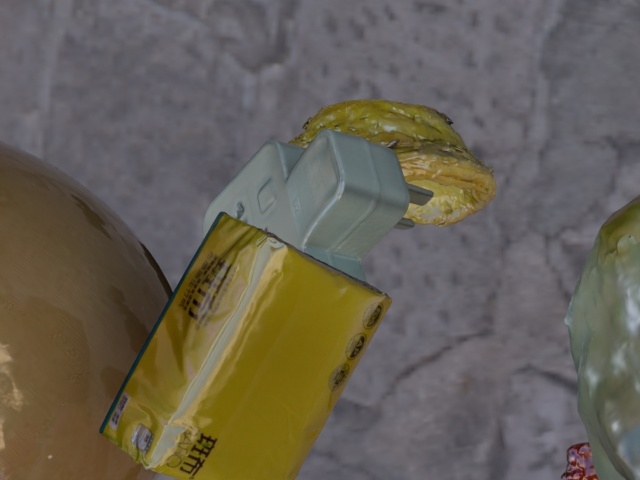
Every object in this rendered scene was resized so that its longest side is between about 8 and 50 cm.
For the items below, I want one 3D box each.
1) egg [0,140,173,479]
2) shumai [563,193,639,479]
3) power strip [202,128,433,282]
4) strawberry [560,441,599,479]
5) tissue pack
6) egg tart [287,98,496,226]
[{"bbox_3d":[-0.269,0.079,1.351,0.301,0.374,0.301,-33,33,25],"label":"egg"},{"bbox_3d":[0.135,-0.019,0.306,0.184,0.184,0.142,2,111,42],"label":"shumai"},{"bbox_3d":[0.000,0.000,1.909,0.261,0.141,0.229,-46,45,37],"label":"power strip"},{"bbox_3d":[0.237,0.192,1.287,0.085,0.140,0.192,45,143,34],"label":"strawberry"},{"bbox_3d":[-0.046,0.081,1.152,0.082,0.120,0.169,32,94,52],"label":"tissue pack"},{"bbox_3d":[0.073,-0.100,2.173,0.294,0.294,0.123,-8,73,41],"label":"egg tart"}]
